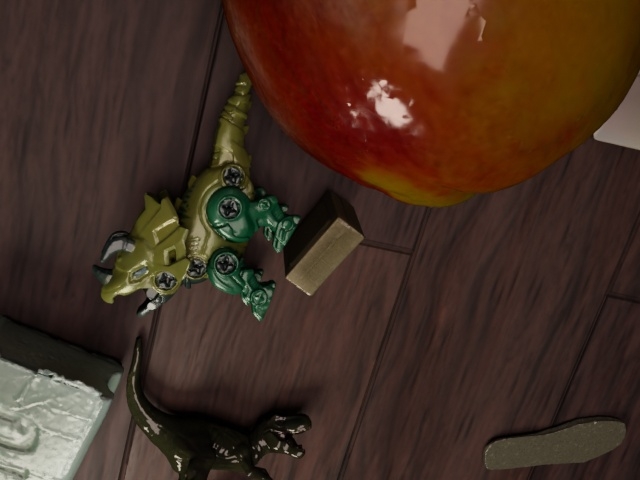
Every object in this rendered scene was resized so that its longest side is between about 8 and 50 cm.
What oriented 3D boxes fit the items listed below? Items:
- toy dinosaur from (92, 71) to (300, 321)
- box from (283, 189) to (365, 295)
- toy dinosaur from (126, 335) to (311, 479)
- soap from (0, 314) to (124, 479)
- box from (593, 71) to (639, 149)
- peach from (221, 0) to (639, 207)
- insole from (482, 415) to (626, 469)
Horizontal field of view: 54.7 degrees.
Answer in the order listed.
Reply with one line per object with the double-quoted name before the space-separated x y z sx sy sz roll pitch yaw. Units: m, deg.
"toy dinosaur" -0.089 -0.034 0.574 0.153 0.094 0.259 29 92 -22
"box" 0.000 0.000 0.599 0.035 0.083 0.079 36 107 -18
"toy dinosaur" -0.114 0.190 0.678 0.187 0.087 0.178 -4 72 -25
"soap" -0.314 0.210 0.604 0.150 0.094 0.261 25 102 -18
"box" 0.471 -0.151 0.564 0.342 0.225 0.143 -2 107 -10
"peach" 0.075 -0.196 0.440 0.308 0.308 0.332 -23 107 -3
"insole" 0.296 0.258 0.780 0.192 0.010 0.063 -6 108 -8
